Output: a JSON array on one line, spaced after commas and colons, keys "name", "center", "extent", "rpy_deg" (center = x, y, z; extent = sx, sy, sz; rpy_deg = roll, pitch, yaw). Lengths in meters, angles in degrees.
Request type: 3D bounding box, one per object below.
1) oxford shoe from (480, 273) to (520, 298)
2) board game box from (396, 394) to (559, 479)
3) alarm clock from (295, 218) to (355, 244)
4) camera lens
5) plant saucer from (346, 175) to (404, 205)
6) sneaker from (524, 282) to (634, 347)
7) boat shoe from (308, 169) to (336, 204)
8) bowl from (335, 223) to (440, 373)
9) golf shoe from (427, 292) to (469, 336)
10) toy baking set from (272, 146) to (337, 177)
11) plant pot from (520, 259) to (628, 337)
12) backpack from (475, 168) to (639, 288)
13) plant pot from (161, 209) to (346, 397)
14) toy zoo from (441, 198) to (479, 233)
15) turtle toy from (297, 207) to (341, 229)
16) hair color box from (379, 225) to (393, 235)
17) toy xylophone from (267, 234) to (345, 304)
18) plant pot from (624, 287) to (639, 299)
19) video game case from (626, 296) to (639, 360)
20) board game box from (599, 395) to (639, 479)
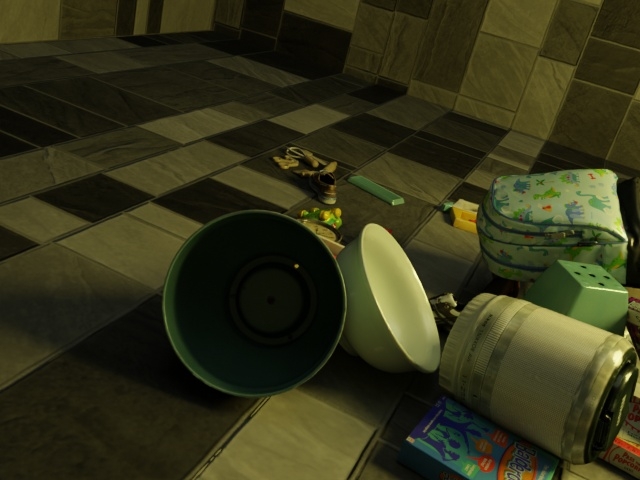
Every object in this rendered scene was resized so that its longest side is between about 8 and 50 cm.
[{"name": "oxford shoe", "center": [0.443, 0.121, 1.590], "extent": [0.076, 0.076, 0.212], "rpy_deg": [55, 40, -6]}, {"name": "board game box", "center": [0.248, 0.344, 1.036], "extent": [0.210, 0.047, 0.160], "rpy_deg": [27, 27, 23]}, {"name": "alarm clock", "center": [0.000, 0.000, 1.598], "extent": [0.192, 0.064, 0.129], "rpy_deg": [-2, 29, -26]}, {"name": "camera lens", "center": [0.370, 0.226, 1.118], "extent": [0.274, 0.219, 0.219], "rpy_deg": [22, 24, 36]}, {"name": "plant saucer", "center": [0.173, -0.160, 2.082], "extent": [0.192, 0.018, 0.067], "rpy_deg": [33, 31, 32]}, {"name": "sneaker", "center": [0.580, 0.162, 1.487], "extent": [0.111, 0.129, 0.297], "rpy_deg": [-21, 35, -23]}, {"name": "boat shoe", "center": [0.015, -0.172, 1.959], "extent": [0.066, 0.066, 0.183], "rpy_deg": [5, 27, -21]}, {"name": "bowl", "center": [0.098, 0.126, 1.235], "extent": [0.134, 0.297, 0.298], "rpy_deg": [-25, 14, 22]}, {"name": "golf shoe", "center": [0.239, 0.143, 1.398], "extent": [0.198, 0.093, 0.077], "rpy_deg": [11, 26, -4]}, {"name": "toy baking set", "center": [-0.042, -0.260, 2.155], "extent": [0.197, 0.030, 0.256], "rpy_deg": [21, 26, 13]}, {"name": "plant pot", "center": [0.493, 0.168, 1.315], "extent": [0.166, 0.234, 0.165], "rpy_deg": [8, 27, -14]}, {"name": "backpack", "center": [0.528, -0.029, 1.472], "extent": [0.356, 0.273, 0.290], "rpy_deg": [-11, 39, 31]}, {"name": "plant pot", "center": [-0.096, 0.103, 1.126], "extent": [0.293, 0.293, 0.196], "rpy_deg": [18, -1, 6]}, {"name": "toy zoo", "center": [0.516, -0.057, 2.037], "extent": [0.293, 0.030, 0.192], "rpy_deg": [18, 25, 8]}, {"name": "turtle toy", "center": [0.007, -0.050, 1.701], "extent": [0.095, 0.066, 0.130], "rpy_deg": [4, 12, 38]}, {"name": "hair color box", "center": [0.124, 0.038, 1.553], "extent": [0.053, 0.093, 0.167], "rpy_deg": [17, 24, 6]}, {"name": "toy xylophone", "center": [-0.017, 0.093, 1.374], "extent": [0.236, 0.081, 0.323], "rpy_deg": [21, 26, 13]}, {"name": "plant pot", "center": [0.741, 0.095, 1.653], "extent": [0.284, 0.190, 0.284], "rpy_deg": [11, 26, -6]}, {"name": "video game case", "center": [0.655, 0.230, 1.207], "extent": [0.042, 0.232, 0.210], "rpy_deg": [-26, 10, -4]}, {"name": "board game box", "center": [0.574, 0.353, 1.197], "extent": [0.147, 0.045, 0.193], "rpy_deg": [26, 27, 23]}]
